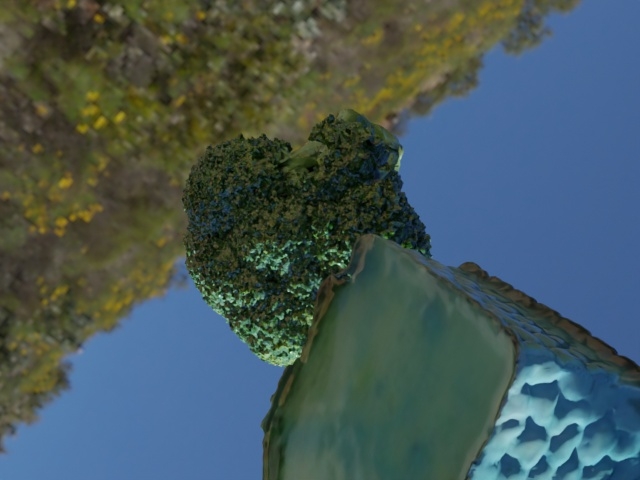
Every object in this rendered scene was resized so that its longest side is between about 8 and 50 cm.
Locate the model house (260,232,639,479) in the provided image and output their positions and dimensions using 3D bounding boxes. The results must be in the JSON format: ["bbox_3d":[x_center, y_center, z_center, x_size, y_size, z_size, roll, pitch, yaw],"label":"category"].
[{"bbox_3d":[0.122,0.146,0.877,0.261,0.241,0.226,40,-68,62],"label":"model house"}]

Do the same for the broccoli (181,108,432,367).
[{"bbox_3d":[0.000,0.000,1.193,0.261,0.269,0.242,-23,-138,45],"label":"broccoli"}]
